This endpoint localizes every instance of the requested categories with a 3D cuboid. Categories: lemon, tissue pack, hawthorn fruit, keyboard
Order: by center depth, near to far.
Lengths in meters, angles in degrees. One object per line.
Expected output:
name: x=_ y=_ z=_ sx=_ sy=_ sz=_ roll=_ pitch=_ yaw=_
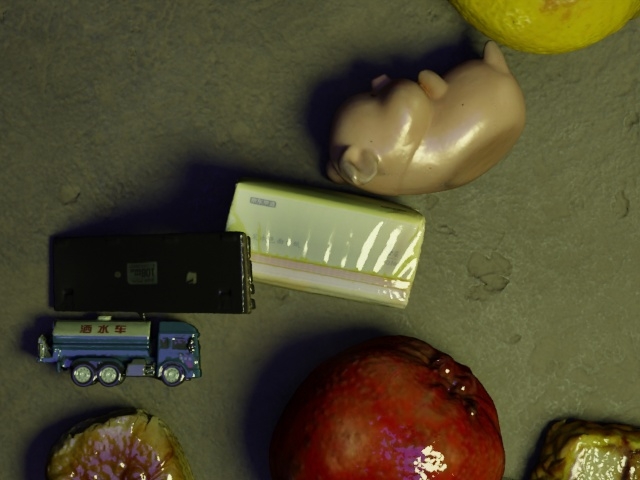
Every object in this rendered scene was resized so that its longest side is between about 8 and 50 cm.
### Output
lemon: x=0.256 y=-0.345 z=1.783 sx=0.267 sy=0.267 sz=0.267 roll=0 pitch=94 yaw=-2
keyboard: x=-0.203 y=0.043 z=1.808 sx=0.317 sy=0.027 sz=0.106 roll=-1 pitch=92 yaw=38
hawthorn fruit: x=0.063 y=0.262 z=1.822 sx=0.307 sy=0.265 sz=0.265 roll=-41 pitch=95 yaw=22
tissue pack: x=0.000 y=0.000 z=1.838 sx=0.234 sy=0.159 sz=0.125 roll=12 pitch=95 yaw=-3

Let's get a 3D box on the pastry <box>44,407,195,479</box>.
pastry: x=-0.249 y=0.308 z=1.883 sx=0.182 sy=0.093 sz=0.192 roll=-23 pitch=90 yaw=1

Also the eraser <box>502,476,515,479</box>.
eraser: x=0.182 y=0.396 z=1.927 sx=0.092 sy=0.046 sz=0.212 roll=17 pitch=93 yaw=-4

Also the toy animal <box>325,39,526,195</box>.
toy animal: x=0.127 y=-0.133 z=1.841 sx=0.250 sy=0.166 sz=0.154 roll=-18 pitch=75 yaw=-5

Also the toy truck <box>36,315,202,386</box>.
toy truck: x=-0.247 y=0.137 z=1.887 sx=0.201 sy=0.074 sz=0.088 roll=0 pitch=85 yaw=-1

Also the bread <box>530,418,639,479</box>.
bread: x=0.345 y=0.334 z=1.899 sx=0.181 sy=0.096 sz=0.222 roll=15 pitch=92 yaw=-12
